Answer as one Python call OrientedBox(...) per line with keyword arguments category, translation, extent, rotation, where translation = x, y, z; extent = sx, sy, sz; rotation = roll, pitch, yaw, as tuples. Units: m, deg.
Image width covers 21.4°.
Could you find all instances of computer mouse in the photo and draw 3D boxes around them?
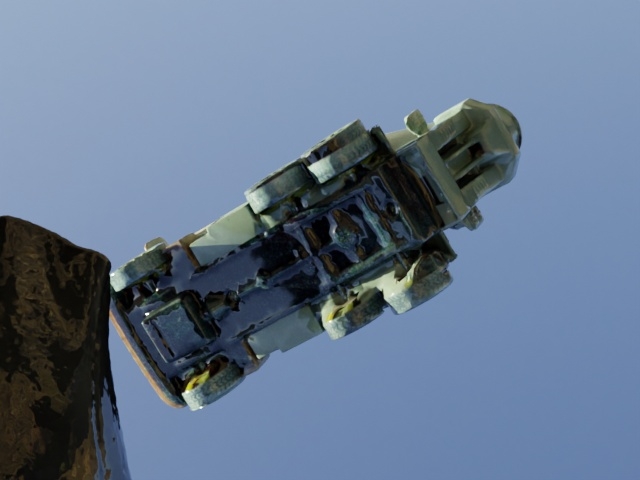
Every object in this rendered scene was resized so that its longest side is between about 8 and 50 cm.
OrientedBox(category="computer mouse", translation=(-0.168, 0.097, 0.851), extent=(0.147, 0.088, 0.264), rotation=(-6, -114, -10))

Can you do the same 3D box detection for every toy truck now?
OrientedBox(category="toy truck", translation=(0.000, 0.000, 1.035), extent=(0.256, 0.108, 0.140), rotation=(-29, -175, 29))
